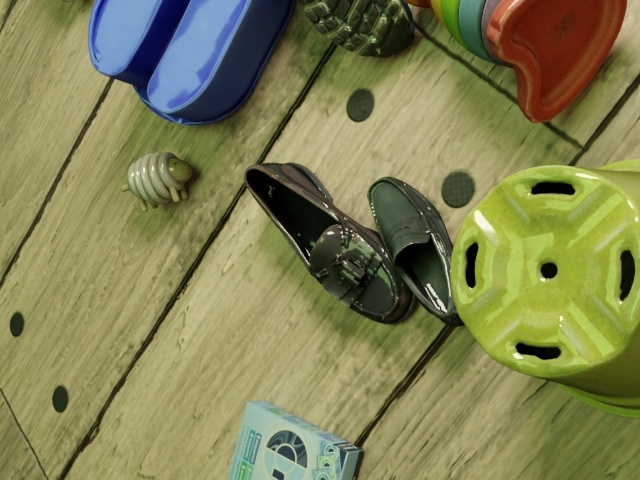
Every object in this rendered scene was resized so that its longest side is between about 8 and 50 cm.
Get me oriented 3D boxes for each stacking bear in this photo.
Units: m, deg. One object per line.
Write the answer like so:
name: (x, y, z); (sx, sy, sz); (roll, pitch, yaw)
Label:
stacking bear: (0.189, -0.292, 0.968); (0.164, 0.175, 0.289); (-43, 48, 0)

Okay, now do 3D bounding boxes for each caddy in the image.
caddy: (-0.185, -0.337, 1.253); (0.241, 0.179, 0.341); (34, 106, 13)

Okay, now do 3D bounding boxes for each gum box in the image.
gum box: (-0.042, 0.321, 1.132); (0.184, 0.041, 0.157); (18, 95, 37)

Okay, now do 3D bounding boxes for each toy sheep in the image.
toy sheep: (-0.262, -0.096, 1.336); (0.132, 0.091, 0.091); (-15, 74, 17)

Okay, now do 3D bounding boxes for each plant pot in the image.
plant pot: (0.260, 0.037, 0.799); (0.276, 0.254, 0.276); (-6, 80, 38)

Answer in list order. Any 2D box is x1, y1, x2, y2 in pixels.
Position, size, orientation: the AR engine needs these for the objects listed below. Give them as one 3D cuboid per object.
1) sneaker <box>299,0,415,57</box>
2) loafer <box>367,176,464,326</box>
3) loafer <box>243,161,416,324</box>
sneaker: (0.020, -0.388, 1.113); (0.330, 0.147, 0.130); (52, 134, 4)
loafer: (0.118, 0.007, 1.025); (0.076, 0.078, 0.223); (-44, 60, 25)
loafer: (0.000, 0.000, 1.108); (0.302, 0.095, 0.109); (47, 113, 32)
